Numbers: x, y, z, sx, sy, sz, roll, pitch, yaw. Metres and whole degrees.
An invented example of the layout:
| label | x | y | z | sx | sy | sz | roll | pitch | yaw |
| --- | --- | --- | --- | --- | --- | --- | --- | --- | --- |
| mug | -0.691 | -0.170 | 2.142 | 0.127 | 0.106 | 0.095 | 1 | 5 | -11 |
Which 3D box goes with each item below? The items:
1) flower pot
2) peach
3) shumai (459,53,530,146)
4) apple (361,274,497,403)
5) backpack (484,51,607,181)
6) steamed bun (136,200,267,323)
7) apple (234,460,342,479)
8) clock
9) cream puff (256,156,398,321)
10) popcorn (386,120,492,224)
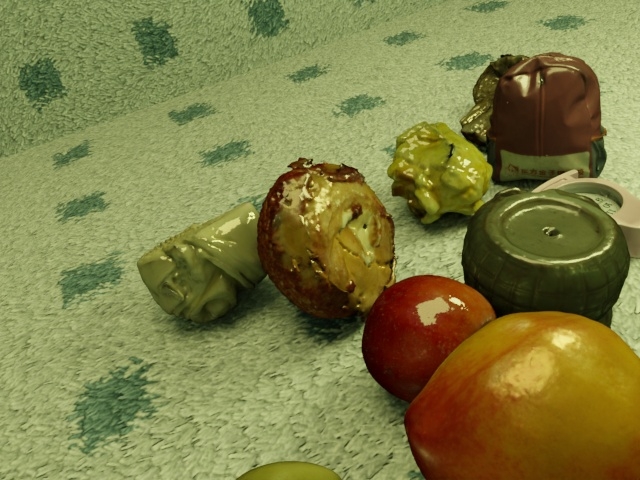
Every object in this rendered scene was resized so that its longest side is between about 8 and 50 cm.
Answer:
| label | x | y | z | sx | sy | sz | roll | pitch | yaw |
| --- | --- | --- | --- | --- | --- | --- | --- | --- | --- |
| flower pot | 0.396 | 0.045 | 1.045 | 0.301 | 0.213 | 0.302 | -4 | 37 | 3 |
| peach | 0.280 | 0.248 | 0.761 | 0.308 | 0.289 | 0.289 | -25 | 35 | -29 |
| shumai | 0.553 | -0.370 | 1.691 | 0.346 | 0.217 | 0.283 | 19 | 77 | 57 |
| apple | 0.182 | 0.166 | 0.969 | 0.201 | 0.218 | 0.218 | 9 | 40 | 43 |
| backpack | 0.541 | -0.296 | 1.405 | 0.283 | 0.317 | 0.197 | 1 | 36 | 24 |
| steamed bun | -0.245 | 0.062 | 1.292 | 0.320 | 0.206 | 0.275 | -20 | 12 | 45 |
| apple | -0.045 | 0.388 | 0.773 | 0.200 | 0.200 | 0.200 | -10 | 34 | 7 |
| clock | 0.551 | -0.028 | 1.229 | 0.290 | 0.080 | 0.275 | -30 | 37 | -20 |
| cream puff | 0.002 | -0.004 | 1.193 | 0.228 | 0.350 | 0.350 | -9 | 30 | 43 |
| popcorn | 0.289 | -0.166 | 1.412 | 0.252 | 0.215 | 0.286 | -19 | 38 | -17 |
